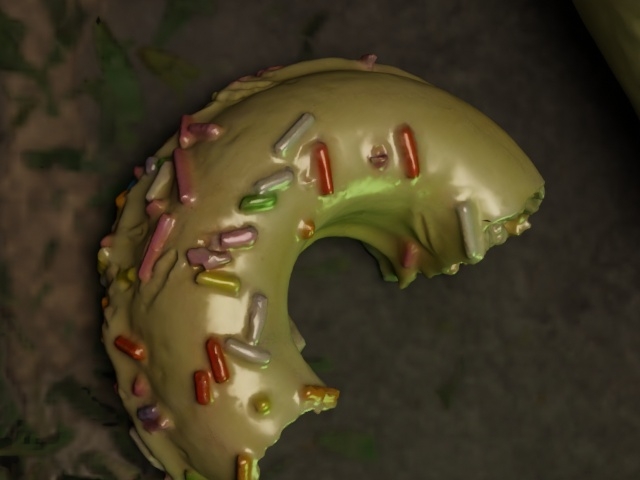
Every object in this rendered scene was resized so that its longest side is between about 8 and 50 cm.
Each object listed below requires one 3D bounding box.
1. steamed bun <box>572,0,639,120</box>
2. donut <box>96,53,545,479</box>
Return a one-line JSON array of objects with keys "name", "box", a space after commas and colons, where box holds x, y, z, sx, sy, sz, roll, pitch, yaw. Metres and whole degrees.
[{"name": "steamed bun", "box": [0.248, -0.231, 0.614, 0.371, 0.290, 0.455, -15, 94, -22]}, {"name": "donut", "box": [-0.005, -0.002, 0.620, 0.166, 0.065, 0.108, -39, 102, -20]}]
